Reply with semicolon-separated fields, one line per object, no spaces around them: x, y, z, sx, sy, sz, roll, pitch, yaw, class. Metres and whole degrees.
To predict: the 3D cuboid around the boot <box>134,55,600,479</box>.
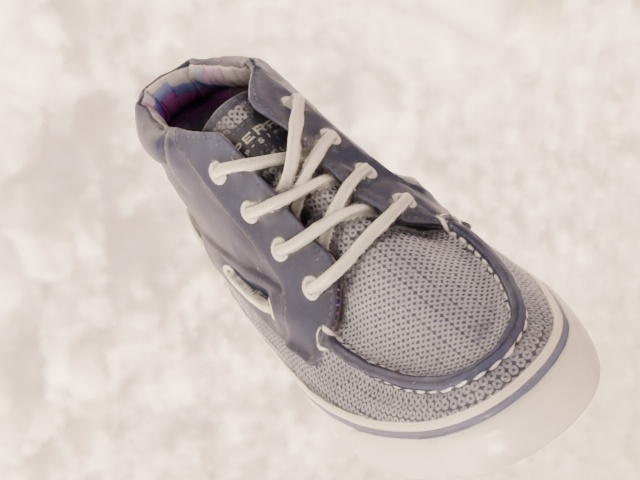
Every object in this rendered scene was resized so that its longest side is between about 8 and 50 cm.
0.000;0.000;0.465;0.069;0.190;0.086;-41;115;-12;boot
